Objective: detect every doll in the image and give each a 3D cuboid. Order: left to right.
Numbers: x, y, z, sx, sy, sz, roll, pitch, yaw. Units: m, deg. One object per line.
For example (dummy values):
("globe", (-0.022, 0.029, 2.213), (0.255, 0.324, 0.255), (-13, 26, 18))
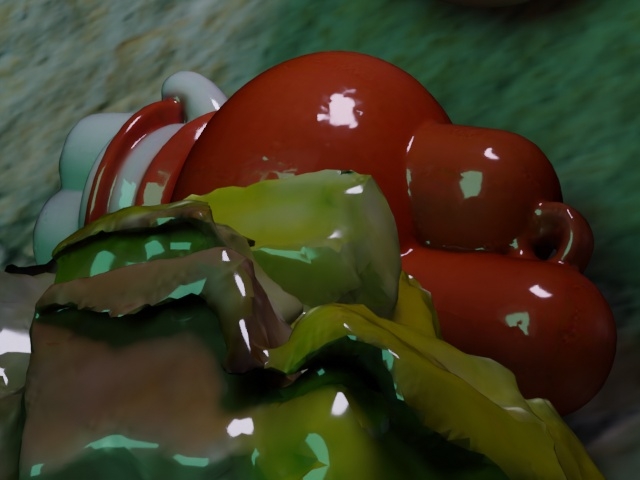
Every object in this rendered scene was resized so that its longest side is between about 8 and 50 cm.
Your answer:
("doll", (0.000, 0.000, 0.751), (0.290, 0.130, 0.161), (9, 73, 37))

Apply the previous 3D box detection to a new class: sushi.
("sushi", (-0.025, 0.140, 0.578), (0.285, 0.328, 0.328), (-29, 87, 13))

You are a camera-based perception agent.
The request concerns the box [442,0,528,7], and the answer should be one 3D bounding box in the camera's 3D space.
("box", (0.059, -0.186, 0.819), (0.200, 0.088, 0.146), (35, 94, 46))
